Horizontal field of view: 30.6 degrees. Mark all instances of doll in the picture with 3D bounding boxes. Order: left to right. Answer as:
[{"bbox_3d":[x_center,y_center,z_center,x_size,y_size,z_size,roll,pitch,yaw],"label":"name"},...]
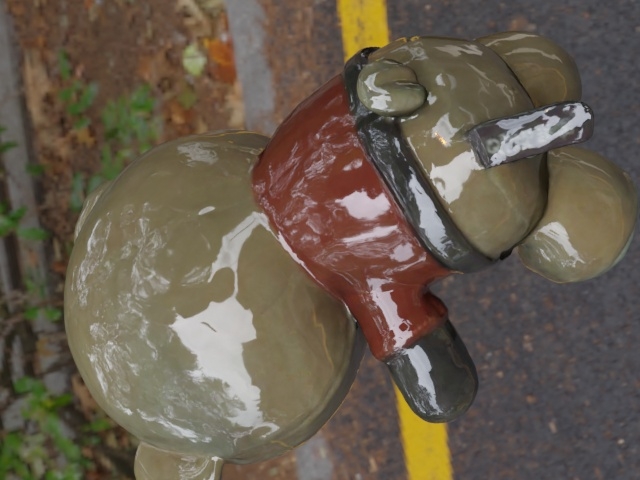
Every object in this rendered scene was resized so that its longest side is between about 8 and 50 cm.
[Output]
[{"bbox_3d":[0.000,0.000,0.645,0.330,0.174,0.235,-31,60,18],"label":"doll"}]
